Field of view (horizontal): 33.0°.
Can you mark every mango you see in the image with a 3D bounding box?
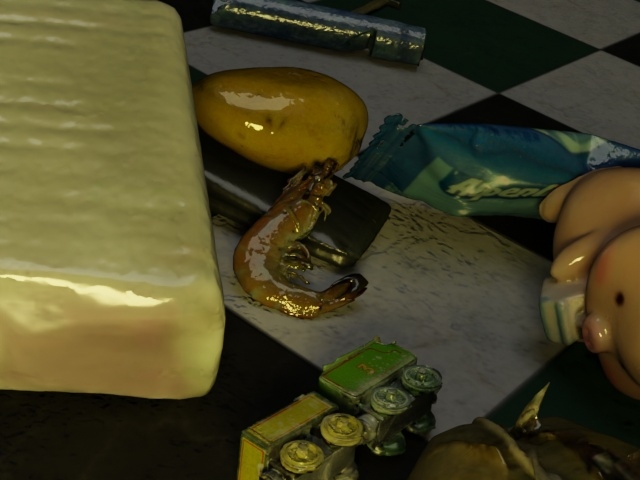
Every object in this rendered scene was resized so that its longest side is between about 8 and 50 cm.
[{"bbox_3d":[-0.044,-0.125,1.107,0.195,0.098,0.137,8,30,-21],"label":"mango"}]

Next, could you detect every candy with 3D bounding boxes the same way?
[{"bbox_3d":[0.196,-0.070,1.130,0.331,0.187,0.077,4,72,-15],"label":"candy"},{"bbox_3d":[-0.196,-0.045,0.886,0.208,0.145,0.359,3,47,-17],"label":"candy"}]

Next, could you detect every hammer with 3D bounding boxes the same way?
[{"bbox_3d":[0.061,-0.360,1.690,0.062,0.013,0.199,25,32,18],"label":"hammer"}]

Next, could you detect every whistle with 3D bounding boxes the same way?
[{"bbox_3d":[-0.002,-0.303,1.529,0.304,0.062,0.062,10,31,-6],"label":"whistle"}]

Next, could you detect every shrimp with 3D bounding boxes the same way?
[{"bbox_3d":[0.000,-0.001,1.011,0.124,0.034,0.178,32,55,11],"label":"shrimp"}]

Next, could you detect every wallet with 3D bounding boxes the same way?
[{"bbox_3d":[-0.053,-0.055,1.120,0.245,0.052,0.168,26,27,7],"label":"wallet"}]

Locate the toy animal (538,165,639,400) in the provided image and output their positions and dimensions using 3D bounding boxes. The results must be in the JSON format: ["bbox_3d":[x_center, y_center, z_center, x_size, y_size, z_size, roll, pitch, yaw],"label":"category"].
[{"bbox_3d":[0.304,0.040,0.969,0.212,0.195,0.256,-6,30,16],"label":"toy animal"}]

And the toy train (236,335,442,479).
[{"bbox_3d":[0.016,0.138,0.821,0.081,0.060,0.202,26,32,32],"label":"toy train"}]

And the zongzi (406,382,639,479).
[{"bbox_3d":[0.012,0.255,0.495,0.466,0.218,0.500,-7,32,-19],"label":"zongzi"}]
